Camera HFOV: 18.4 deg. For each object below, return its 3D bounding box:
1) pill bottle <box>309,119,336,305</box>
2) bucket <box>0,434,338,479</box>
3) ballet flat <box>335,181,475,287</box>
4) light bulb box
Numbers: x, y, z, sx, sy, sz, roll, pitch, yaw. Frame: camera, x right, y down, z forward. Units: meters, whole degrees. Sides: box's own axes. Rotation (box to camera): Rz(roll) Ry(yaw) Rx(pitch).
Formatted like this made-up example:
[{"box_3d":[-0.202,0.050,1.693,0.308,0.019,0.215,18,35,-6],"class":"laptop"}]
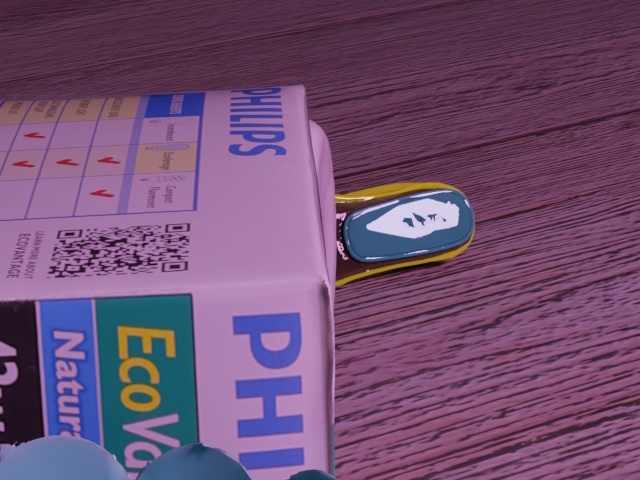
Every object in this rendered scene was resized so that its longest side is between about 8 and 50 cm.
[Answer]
[{"box_3d":[-0.133,0.002,1.278,0.278,0.162,0.162,0,19,5],"class":"pill bottle"},{"box_3d":[-0.100,0.181,0.649,0.281,0.183,0.281,2,8,0],"class":"bucket"},{"box_3d":[0.000,0.000,1.427,0.231,0.077,0.077,-6,-2,-20],"class":"ballet flat"},{"box_3d":[-0.176,0.073,0.974,0.361,0.225,0.358,-2,18,-2],"class":"light bulb box"}]
